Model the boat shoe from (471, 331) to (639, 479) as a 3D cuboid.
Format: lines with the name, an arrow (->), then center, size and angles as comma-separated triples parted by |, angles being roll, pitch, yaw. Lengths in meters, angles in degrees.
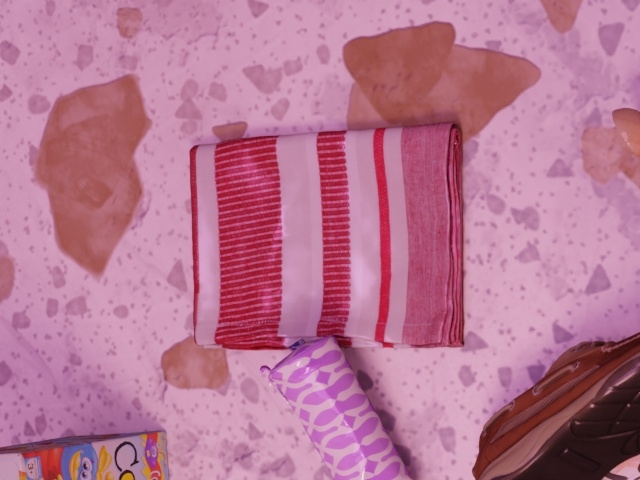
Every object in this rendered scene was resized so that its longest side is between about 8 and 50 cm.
boat shoe -> 0.265, 0.150, 1.660 | 0.324, 0.122, 0.120 | -39, 37, 25

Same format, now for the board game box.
board game box -> -0.294, 0.292, 1.873 | 0.144, 0.275, 0.142 | -7, 86, 28

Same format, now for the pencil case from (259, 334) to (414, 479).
pencil case -> 0.020, 0.198, 1.794 | 0.088, 0.086, 0.206 | -30, 86, -4

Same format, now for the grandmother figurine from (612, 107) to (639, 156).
grandmother figurine -> 0.451, -0.145, 1.585 | 0.342, 0.104, 0.208 | -34, 83, 26

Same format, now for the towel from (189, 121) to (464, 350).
towel -> 0.000, 0.000, 1.857 | 0.329, 0.037, 0.237 | -2, 87, 28

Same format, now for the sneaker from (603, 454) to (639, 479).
sneaker -> 0.319, 0.212, 1.680 | 0.109, 0.040, 0.043 | -36, 70, 22
